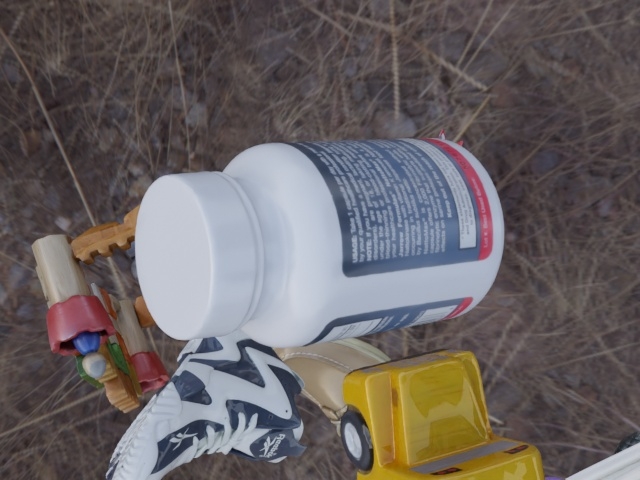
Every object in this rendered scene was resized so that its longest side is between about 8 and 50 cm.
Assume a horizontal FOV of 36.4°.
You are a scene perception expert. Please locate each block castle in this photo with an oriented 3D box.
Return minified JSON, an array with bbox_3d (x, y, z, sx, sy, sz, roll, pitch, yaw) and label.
[{"bbox_3d":[-0.224,0.110,1.463,0.303,0.453,0.212,-21,72,-4],"label":"block castle"}]

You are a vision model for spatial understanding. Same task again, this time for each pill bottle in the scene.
[{"bbox_3d":[0.000,0.000,0.520,0.180,0.108,0.108,-6,87,-37],"label":"pill bottle"}]

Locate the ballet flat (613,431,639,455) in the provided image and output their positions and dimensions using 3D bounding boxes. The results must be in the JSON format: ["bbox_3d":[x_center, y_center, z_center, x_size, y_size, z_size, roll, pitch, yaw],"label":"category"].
[{"bbox_3d":[0.453,0.317,1.261,0.049,0.057,0.173,-51,51,6],"label":"ballet flat"}]

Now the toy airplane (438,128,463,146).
[{"bbox_3d":[0.163,-0.095,1.416,0.028,0.151,0.151,32,82,-21],"label":"toy airplane"}]

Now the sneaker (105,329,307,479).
[{"bbox_3d":[-0.087,0.179,0.915,0.153,0.235,0.094,37,125,-6],"label":"sneaker"}]

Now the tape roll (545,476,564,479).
[{"bbox_3d":[0.262,0.435,1.210,0.090,0.275,0.274,0,87,-7],"label":"tape roll"}]

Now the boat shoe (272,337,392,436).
[{"bbox_3d":[0.071,0.240,1.435,0.341,0.122,0.110,28,45,-21],"label":"boat shoe"}]

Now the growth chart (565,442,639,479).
[{"bbox_3d":[0.309,0.318,0.962,0.021,0.172,0.237,31,45,-35],"label":"growth chart"}]

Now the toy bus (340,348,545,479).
[{"bbox_3d":[0.107,0.255,0.732,0.108,0.130,0.332,-10,91,-24],"label":"toy bus"}]
